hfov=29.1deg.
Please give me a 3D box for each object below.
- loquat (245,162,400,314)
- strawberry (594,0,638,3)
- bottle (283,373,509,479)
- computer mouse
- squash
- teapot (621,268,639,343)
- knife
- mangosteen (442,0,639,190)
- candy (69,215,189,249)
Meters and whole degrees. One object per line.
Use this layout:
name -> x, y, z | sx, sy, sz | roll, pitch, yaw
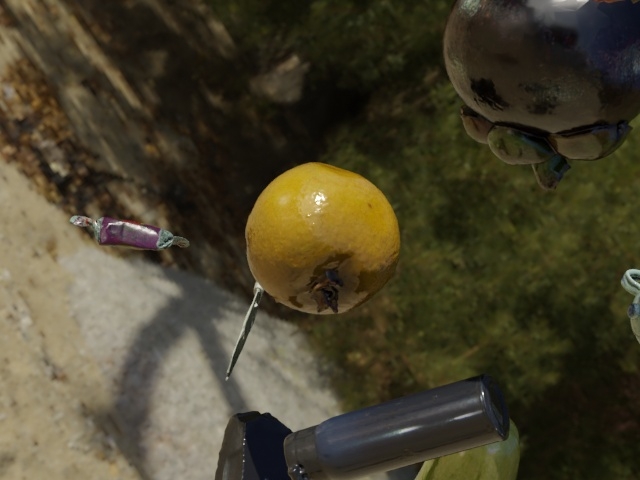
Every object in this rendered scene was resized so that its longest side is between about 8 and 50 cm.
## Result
loquat -> 0.000, 0.000, 1.637 | 0.208, 0.208, 0.208 | 57, -1, 1
strawberry -> 0.234, -0.326, 1.070 | 0.244, 0.205, 0.205 | 34, -7, 13
bottle -> 0.076, 0.204, 1.305 | 0.072, 0.245, 0.082 | 61, 22, -24
computer mouse -> -0.095, 0.350, 1.754 | 0.122, 0.073, 0.217 | 25, 63, -36
squash -> 0.193, 0.275, 1.476 | 0.137, 0.137, 0.287 | 57, -31, 27
teapot -> 0.581, 0.126, 2.075 | 0.159, 0.159, 0.232 | 58, 10, -35
knife -> -0.098, 0.093, 1.862 | 0.047, 0.017, 0.297 | 99, 5, -47
mangosteen -> 0.314, -0.238, 1.602 | 0.300, 0.300, 0.300 | 57, -1, 1
candy -> -0.276, -0.007, 1.784 | 0.045, 0.175, 0.043 | 166, -66, -82
